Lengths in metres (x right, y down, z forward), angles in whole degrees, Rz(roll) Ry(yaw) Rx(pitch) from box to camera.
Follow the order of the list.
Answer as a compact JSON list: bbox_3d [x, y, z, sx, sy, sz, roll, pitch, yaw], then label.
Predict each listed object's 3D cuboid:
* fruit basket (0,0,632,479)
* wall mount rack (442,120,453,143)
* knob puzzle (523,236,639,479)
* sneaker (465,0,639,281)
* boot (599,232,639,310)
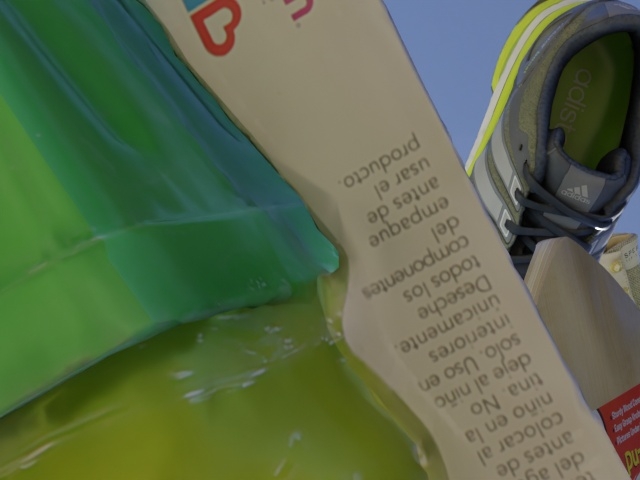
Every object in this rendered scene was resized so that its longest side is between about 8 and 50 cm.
[{"bbox_3d":[-0.063,0.120,0.428,0.327,0.165,0.353,-30,-91,20],"label":"fruit basket"},{"bbox_3d":[0.000,0.000,1.545,0.304,0.130,0.350,48,-32,-15],"label":"wall mount rack"},{"bbox_3d":[0.101,0.095,0.678,0.030,0.213,0.213,-9,-99,31],"label":"knob puzzle"},{"bbox_3d":[0.127,-0.013,1.032,0.121,0.111,0.300,170,-64,-83],"label":"sneaker"},{"bbox_3d":[0.261,0.075,1.372,0.213,0.077,0.165,-4,-77,17],"label":"boot"}]
